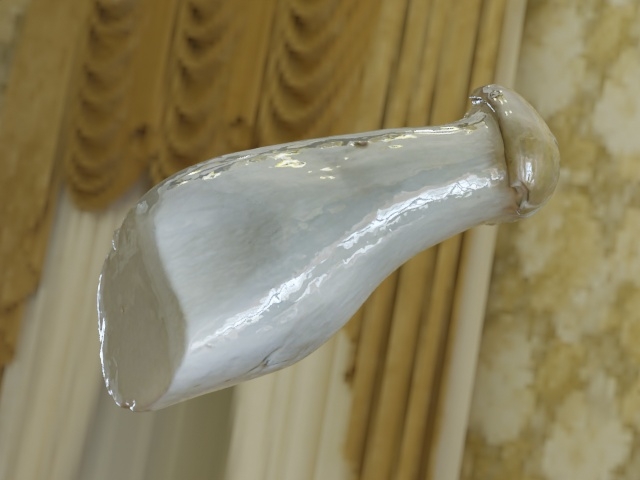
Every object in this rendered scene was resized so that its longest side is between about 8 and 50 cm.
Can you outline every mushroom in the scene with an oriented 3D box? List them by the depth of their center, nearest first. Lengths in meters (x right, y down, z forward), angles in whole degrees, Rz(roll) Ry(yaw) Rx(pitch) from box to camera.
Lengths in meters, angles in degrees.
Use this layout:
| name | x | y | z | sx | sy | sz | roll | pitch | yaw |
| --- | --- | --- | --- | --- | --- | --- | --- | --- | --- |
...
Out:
| name | x | y | z | sx | sy | sz | roll | pitch | yaw |
| --- | --- | --- | --- | --- | --- | --- | --- | --- | --- |
| mushroom | 0.000 | 0.000 | 0.857 | 0.225 | 0.093 | 0.116 | -24 | 36 | -15 |
